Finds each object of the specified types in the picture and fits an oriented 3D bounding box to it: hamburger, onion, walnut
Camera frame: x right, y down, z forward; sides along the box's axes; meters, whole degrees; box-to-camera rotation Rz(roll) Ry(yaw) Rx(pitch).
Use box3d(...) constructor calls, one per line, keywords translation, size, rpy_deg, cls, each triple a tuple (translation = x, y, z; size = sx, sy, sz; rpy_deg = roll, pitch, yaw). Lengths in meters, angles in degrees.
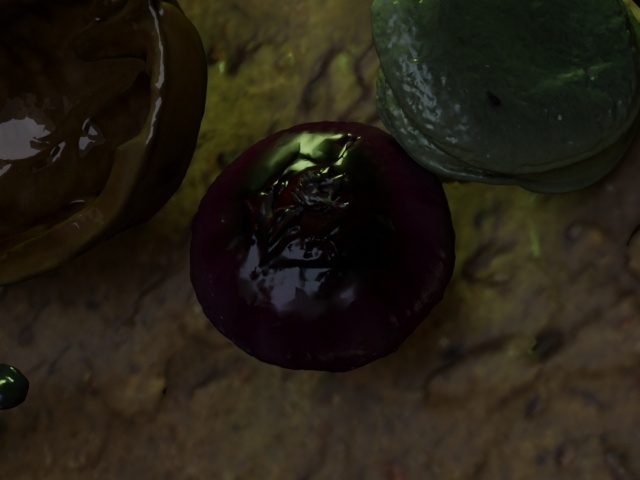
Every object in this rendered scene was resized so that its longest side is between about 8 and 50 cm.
box3d(translation=(0.083, -0.061, 0.622), size=(0.121, 0.054, 0.084), rpy_deg=(-8, 70, -12), cls="hamburger")
box3d(translation=(0.000, 0.000, 0.636), size=(0.115, 0.104, 0.115), rpy_deg=(-1, 66, 2), cls="onion")
box3d(translation=(-0.128, -0.061, 0.721), size=(0.211, 0.087, 0.167), rpy_deg=(-23, 75, 31), cls="walnut")

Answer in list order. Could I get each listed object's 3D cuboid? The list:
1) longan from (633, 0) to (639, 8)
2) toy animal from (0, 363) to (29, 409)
box3d(translation=(0.192, -0.138, 0.546), size=(0.189, 0.189, 0.189), rpy_deg=(-6, 75, 25), cls="longan")
box3d(translation=(-0.227, 0.069, 0.734), size=(0.233, 0.148, 0.084), rpy_deg=(42, 61, 15), cls="toy animal")
